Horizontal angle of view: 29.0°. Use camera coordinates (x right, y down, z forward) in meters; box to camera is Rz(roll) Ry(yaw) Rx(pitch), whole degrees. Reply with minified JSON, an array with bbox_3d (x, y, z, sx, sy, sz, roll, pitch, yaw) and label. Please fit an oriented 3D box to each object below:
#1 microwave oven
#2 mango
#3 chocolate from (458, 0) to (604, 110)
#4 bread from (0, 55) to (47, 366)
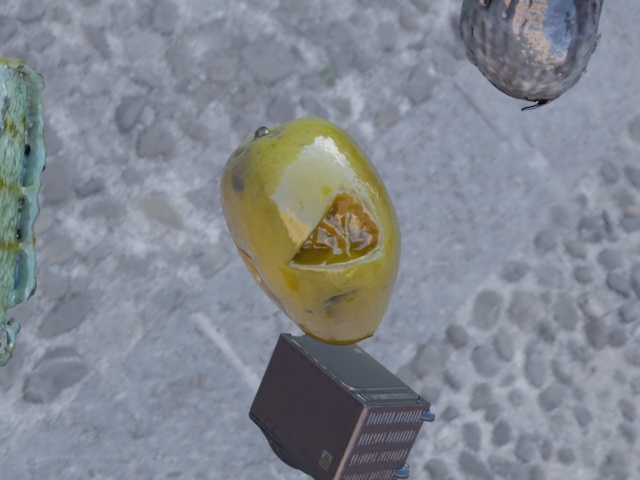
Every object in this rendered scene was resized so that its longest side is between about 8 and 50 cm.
[{"bbox_3d":[0.029,0.287,2.054,0.178,0.188,0.247,2,25,-44],"label":"microwave oven"},{"bbox_3d":[0.000,0.000,1.530,0.182,0.365,0.253,-35,53,-9],"label":"mango"},{"bbox_3d":[0.164,-0.212,0.877,0.110,0.248,0.110,10,33,-7],"label":"chocolate"},{"bbox_3d":[-0.202,-0.016,0.624,0.110,0.103,0.156,5,85,-4],"label":"bread"}]
